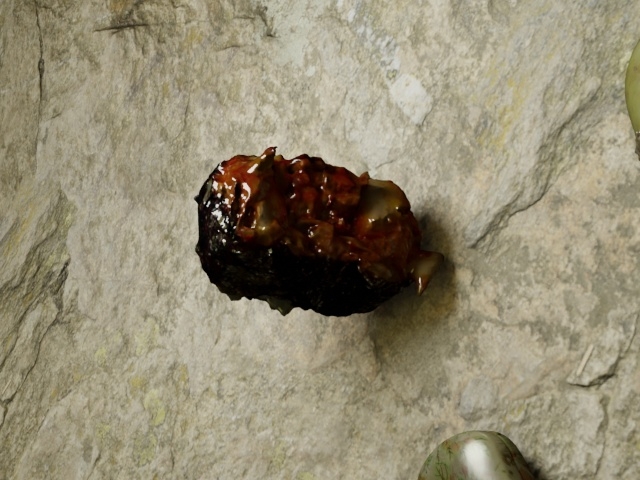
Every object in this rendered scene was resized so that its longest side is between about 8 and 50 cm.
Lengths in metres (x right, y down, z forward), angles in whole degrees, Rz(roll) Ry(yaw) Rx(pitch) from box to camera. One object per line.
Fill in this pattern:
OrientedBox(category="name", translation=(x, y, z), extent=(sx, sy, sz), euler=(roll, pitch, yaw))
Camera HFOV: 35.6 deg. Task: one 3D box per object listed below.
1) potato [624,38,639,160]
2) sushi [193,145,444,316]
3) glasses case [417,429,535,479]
OrientedBox(category="potato", translation=(0.430, -0.089, 1.010), extent=(0.202, 0.218, 0.351), euler=(-11, 72, 40))
OrientedBox(category="sushi", translation=(0.000, 0.000, 1.342), extent=(0.182, 0.343, 0.196), euler=(-30, 54, 58))
OrientedBox(category="glasses case", translation=(0.230, 0.415, 1.123), extent=(0.156, 0.098, 0.425), euler=(-48, 48, 32))
